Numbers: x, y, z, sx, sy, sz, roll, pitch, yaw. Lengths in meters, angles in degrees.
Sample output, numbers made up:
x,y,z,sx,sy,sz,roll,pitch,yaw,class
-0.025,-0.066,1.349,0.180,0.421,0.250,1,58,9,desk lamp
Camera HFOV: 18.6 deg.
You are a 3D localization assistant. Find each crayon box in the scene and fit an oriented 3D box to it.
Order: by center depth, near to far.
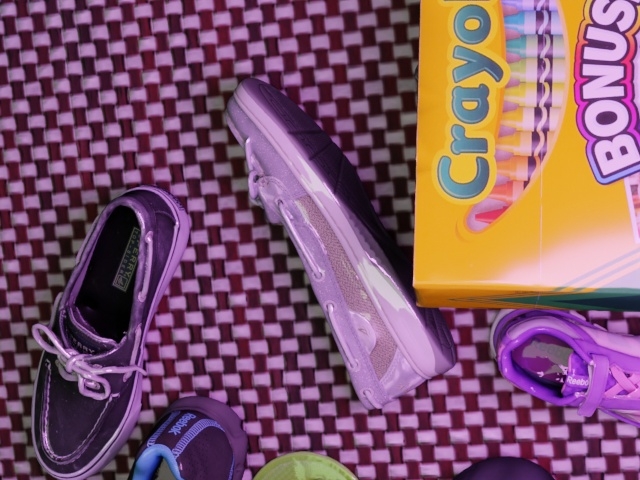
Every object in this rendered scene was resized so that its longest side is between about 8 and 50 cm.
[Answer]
x,y,z,sx,sy,sz,roll,pitch,yaw,class
0.235,-0.127,1.581,0.313,0.106,0.363,1,79,3,crayon box

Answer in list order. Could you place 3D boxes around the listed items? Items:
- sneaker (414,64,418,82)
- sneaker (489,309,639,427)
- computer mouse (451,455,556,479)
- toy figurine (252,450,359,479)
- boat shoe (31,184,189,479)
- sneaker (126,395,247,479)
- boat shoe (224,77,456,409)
x,y,z,sx,sy,sz,roll,pitch,yaw,class
0.189,-0.073,1.701,0.153,0.101,0.268,-32,82,20,sneaker
0.253,0.118,1.703,0.236,0.104,0.095,15,101,14,sneaker
0.132,0.324,1.772,0.188,0.072,0.272,28,103,-3,computer mouse
-0.013,0.277,1.782,0.173,0.159,0.130,5,100,17,toy figurine
-0.212,0.096,1.849,0.113,0.105,0.306,29,105,12,boat shoe
-0.157,0.321,1.846,0.125,0.139,0.341,9,102,15,sneaker
0.001,0.001,1.763,0.103,0.118,0.320,-33,94,15,boat shoe
